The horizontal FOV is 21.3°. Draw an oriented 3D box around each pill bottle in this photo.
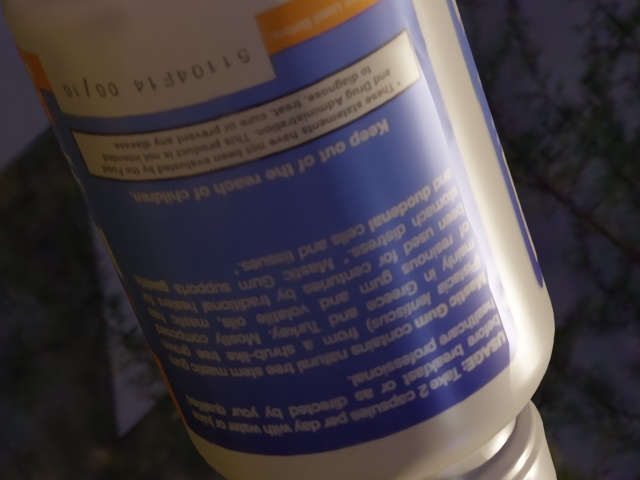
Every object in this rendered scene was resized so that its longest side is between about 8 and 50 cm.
[{"bbox_3d":[0.000,0.000,0.640,0.152,0.152,0.272,14,-48,49],"label":"pill bottle"}]
